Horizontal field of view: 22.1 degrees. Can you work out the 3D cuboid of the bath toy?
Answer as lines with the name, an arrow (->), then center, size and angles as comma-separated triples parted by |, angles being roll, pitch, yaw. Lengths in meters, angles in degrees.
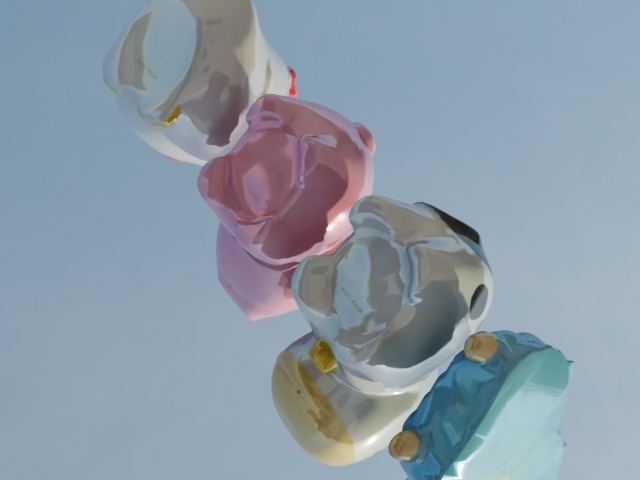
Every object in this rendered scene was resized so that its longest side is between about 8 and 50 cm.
bath toy -> 0.000, 0.000, 0.901 | 0.129, 0.151, 0.348 | 17, -149, -53
